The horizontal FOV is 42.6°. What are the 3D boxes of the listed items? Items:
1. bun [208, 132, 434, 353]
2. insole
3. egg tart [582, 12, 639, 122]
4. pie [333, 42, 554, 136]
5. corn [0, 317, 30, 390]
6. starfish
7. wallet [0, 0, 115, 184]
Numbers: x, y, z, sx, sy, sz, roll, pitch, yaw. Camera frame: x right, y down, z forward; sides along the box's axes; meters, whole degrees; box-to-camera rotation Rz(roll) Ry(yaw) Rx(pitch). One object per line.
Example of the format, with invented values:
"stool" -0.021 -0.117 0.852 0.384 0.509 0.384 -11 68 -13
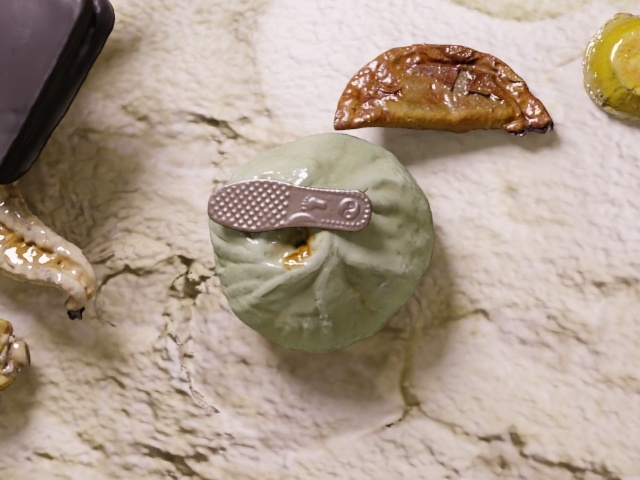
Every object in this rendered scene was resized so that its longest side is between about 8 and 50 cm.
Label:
"bun" 0.000 0.000 0.699 0.196 0.118 0.195 -1 84 8
"insole" -0.026 -0.026 0.646 0.135 0.002 0.045 5 83 13
"egg tart" 0.275 -0.148 0.693 0.105 0.039 0.105 0 89 12
"pie" 0.107 -0.132 0.724 0.191 0.033 0.088 1 76 -1
"corn" -0.418 0.108 0.755 0.288 0.086 0.086 -2 87 -11
"starfish" -0.338 -0.156 0.782 0.432 0.082 0.323 25 91 19
"wallet" -0.364 -0.225 0.730 0.378 0.051 0.197 34 99 15
